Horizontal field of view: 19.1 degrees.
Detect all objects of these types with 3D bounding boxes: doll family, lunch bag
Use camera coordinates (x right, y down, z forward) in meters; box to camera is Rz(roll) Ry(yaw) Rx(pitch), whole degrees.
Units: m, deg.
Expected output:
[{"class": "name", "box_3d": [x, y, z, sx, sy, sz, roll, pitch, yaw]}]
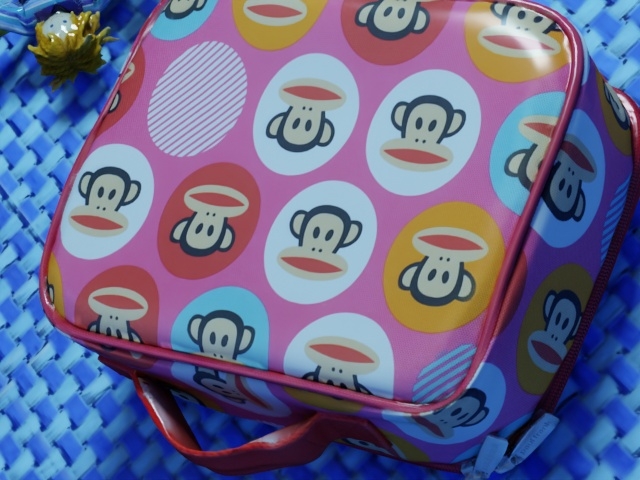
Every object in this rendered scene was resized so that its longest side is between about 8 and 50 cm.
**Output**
[{"class": "doll family", "box_3d": [-0.200, -0.162, 1.208, 0.263, 0.118, 0.163, -18, 49, 2]}, {"class": "lunch bag", "box_3d": [0.000, 0.000, 0.975, 0.293, 0.120, 0.258, 13, 74, 35]}]
